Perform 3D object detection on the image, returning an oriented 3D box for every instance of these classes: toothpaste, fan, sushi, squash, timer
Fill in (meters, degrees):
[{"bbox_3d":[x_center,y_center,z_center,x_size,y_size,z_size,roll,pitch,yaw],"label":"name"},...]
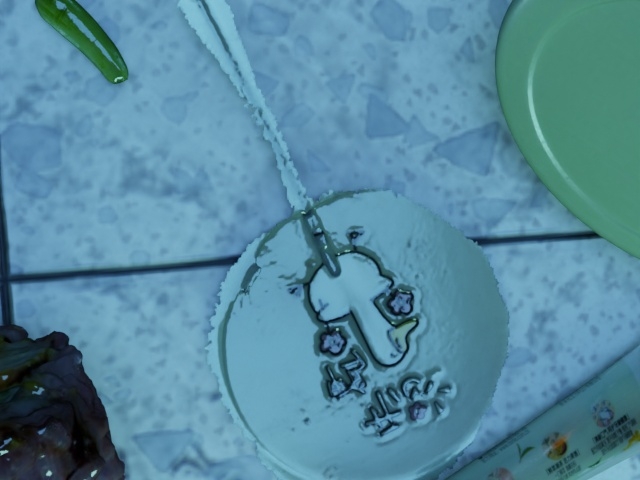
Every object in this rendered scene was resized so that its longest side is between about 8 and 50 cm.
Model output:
[{"bbox_3d":[0.144,0.182,0.962,0.314,0.058,0.056,-28,51,-13],"label":"toothpaste"},{"bbox_3d":[0.000,0.000,0.952,0.233,0.012,0.414,-24,97,-10],"label":"fan"},{"bbox_3d":[-0.256,0.168,0.807,0.270,0.236,0.171,-26,116,-36],"label":"sushi"},{"bbox_3d":[-0.171,-0.149,0.916,0.089,0.027,0.027,44,83,-9],"label":"squash"},{"bbox_3d":[0.323,-0.168,0.913,0.291,0.291,0.315,44,60,-7],"label":"timer"}]
